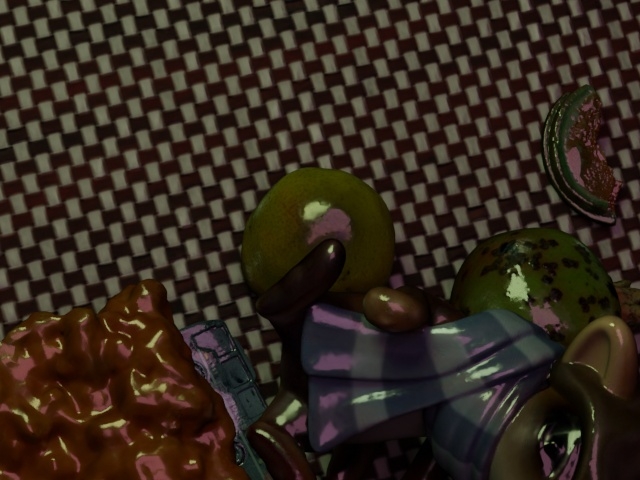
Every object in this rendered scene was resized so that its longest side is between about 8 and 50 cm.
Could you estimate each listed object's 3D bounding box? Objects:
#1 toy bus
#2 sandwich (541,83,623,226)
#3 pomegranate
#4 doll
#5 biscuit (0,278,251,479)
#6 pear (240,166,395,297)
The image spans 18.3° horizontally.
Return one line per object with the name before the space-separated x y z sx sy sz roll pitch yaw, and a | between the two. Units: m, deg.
toy bus | -0.078 0.148 1.736 0.065 0.047 0.166 -25 82 -17
sandwich | 0.243 -0.075 1.856 0.067 0.029 0.135 -15 79 -12
pomegranate | 0.206 0.066 1.758 0.205 0.159 0.159 -4 75 -37
doll | 0.109 0.161 1.613 0.339 0.318 0.209 15 44 18
biscuit | -0.210 0.223 1.641 0.312 0.110 0.318 -25 82 -6
pear | 0.000 0.000 1.760 0.141 0.104 0.141 2 72 -7
